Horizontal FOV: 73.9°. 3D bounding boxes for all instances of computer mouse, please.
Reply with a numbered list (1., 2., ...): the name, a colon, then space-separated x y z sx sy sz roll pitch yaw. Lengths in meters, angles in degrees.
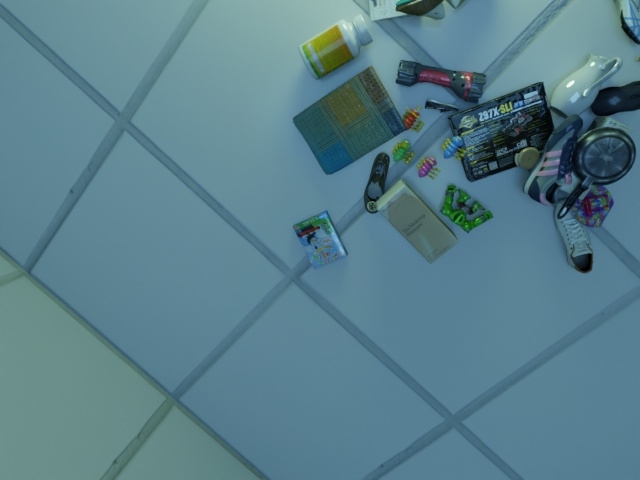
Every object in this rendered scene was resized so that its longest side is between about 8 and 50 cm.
1. computer mouse: 1.050 -0.520 1.419 0.263 0.060 0.183 -6 105 5

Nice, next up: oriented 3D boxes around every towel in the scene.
1. towel: 0.105 -0.443 1.618 0.371 0.040 0.271 -27 100 28

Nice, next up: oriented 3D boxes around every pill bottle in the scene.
1. pill bottle: 0.057 -0.700 1.532 0.246 0.136 0.136 -24 101 17

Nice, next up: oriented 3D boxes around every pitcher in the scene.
1. pitcher: 0.877 -0.509 1.408 0.126 0.177 0.207 34 109 -6

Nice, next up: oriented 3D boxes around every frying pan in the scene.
1. frying pan: 0.901 -0.240 1.443 0.326 0.053 0.197 -40 93 17

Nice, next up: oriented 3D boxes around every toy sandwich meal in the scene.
1. toy sandwich meal: 0.730 -0.290 1.503 0.086 0.029 0.085 2 110 5

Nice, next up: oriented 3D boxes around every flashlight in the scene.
1. flashlight: 0.424 -0.568 1.521 0.305 0.103 0.103 12 111 6

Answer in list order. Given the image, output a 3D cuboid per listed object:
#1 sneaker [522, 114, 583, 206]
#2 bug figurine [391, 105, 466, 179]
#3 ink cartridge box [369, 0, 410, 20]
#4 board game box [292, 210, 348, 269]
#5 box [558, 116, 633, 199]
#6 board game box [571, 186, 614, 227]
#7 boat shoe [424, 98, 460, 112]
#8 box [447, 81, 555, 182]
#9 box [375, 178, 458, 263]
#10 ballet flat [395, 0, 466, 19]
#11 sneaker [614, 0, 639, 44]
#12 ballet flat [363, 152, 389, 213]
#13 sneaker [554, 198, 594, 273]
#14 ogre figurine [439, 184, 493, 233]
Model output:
1. sneaker: 0.815 -0.258 1.436 0.112 0.131 0.318 -14 136 -22
2. bug figurine: 0.381 -0.351 1.569 0.279 0.072 0.216 39 119 18
3. ink cartridge box: 0.262 -0.862 1.501 0.180 0.045 0.145 -1 107 21
4. board game box: 0.000 0.000 1.810 0.160 0.039 0.211 -23 102 16
5. box: 0.946 -0.289 1.498 0.094 0.113 0.274 28 109 2
6. board game box: 0.997 -0.130 1.540 0.133 0.033 0.168 34 84 -2
7. boat shoe: 0.448 -0.490 1.568 0.126 0.046 0.038 17 109 9
8. box: 0.659 -0.384 1.535 0.323 0.079 0.256 -19 103 15
9. box: 0.370 -0.075 1.648 0.311 0.121 0.148 42 108 -12
10. ballet flat: 0.421 -0.826 1.426 0.343 0.116 0.124 -33 124 3
11. sneaker: 0.996 -0.745 1.359 0.086 0.085 0.237 -22 101 32
12. ballet flat: 0.224 -0.224 1.687 0.084 0.058 0.249 15 109 7
13. sneaker: 0.955 -0.014 1.575 0.106 0.123 0.289 -19 101 18
14. ogre figurine: 0.547 -0.115 1.639 0.197 0.097 0.118 36 99 -13
